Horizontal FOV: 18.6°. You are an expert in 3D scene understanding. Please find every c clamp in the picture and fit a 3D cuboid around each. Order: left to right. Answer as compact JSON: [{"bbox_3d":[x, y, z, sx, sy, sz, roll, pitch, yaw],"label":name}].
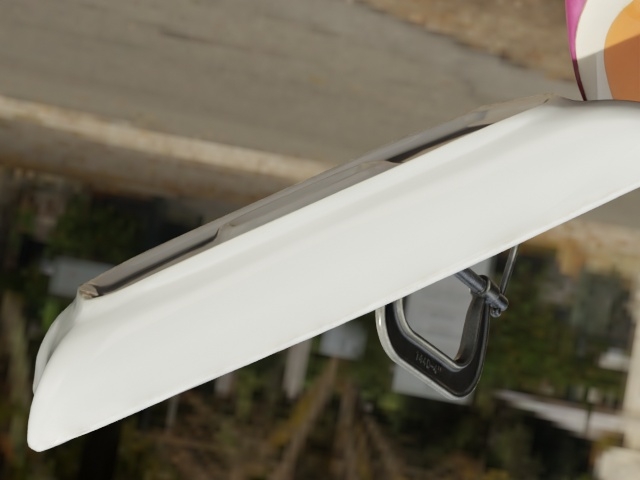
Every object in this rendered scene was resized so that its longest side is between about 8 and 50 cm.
[{"bbox_3d":[0.083,0.033,1.305,0.022,0.137,0.160,2,164,34],"label":"c clamp"}]

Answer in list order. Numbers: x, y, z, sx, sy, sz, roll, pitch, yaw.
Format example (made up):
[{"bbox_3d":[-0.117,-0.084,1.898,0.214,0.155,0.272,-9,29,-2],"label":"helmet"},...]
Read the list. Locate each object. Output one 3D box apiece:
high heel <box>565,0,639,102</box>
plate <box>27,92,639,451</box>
[{"bbox_3d":[0.129,-0.164,0.868,0.082,0.244,0.117,-16,-141,-7],"label":"high heel"},{"bbox_3d":[0.000,0.000,0.819,0.277,0.045,0.278,-23,-176,-7],"label":"plate"}]
